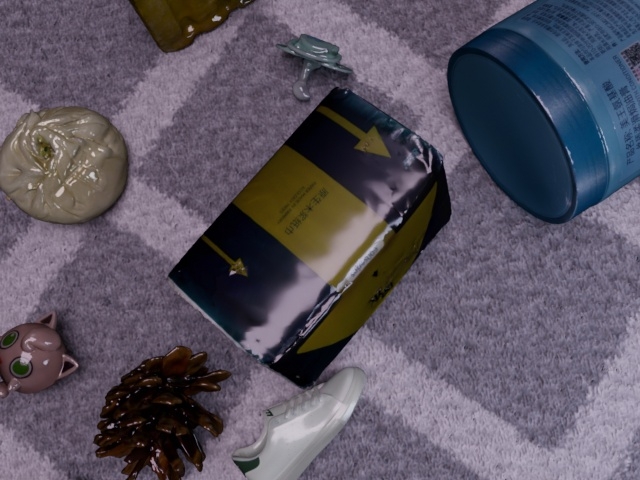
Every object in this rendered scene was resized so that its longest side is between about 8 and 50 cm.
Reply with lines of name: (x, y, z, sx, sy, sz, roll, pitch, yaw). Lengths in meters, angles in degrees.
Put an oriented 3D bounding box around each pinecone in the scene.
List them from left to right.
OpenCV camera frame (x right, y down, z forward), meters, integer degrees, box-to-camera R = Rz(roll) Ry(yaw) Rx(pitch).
pinecone: (-0.251, 0.290, 1.080, 0.202, 0.201, 0.229, 33, 115, -28)

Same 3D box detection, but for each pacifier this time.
pacifier: (-0.020, -0.314, 1.241, 0.150, 0.127, 0.117, 21, 105, -1)

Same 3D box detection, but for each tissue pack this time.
tissue pack: (0.000, 0.000, 1.090, 0.253, 0.264, 0.416, 37, 82, 21)

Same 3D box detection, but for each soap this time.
soap: (-0.216, -0.510, 1.157, 0.304, 0.339, 0.169, -36, 82, -3)

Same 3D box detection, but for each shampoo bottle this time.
shampoo bottle: (0.441, -0.254, 1.095, 0.342, 0.331, 0.331, -33, 81, -4)

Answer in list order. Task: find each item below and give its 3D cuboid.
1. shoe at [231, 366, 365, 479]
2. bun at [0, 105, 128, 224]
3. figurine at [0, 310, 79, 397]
shoe: (-0.038, 0.301, 1.121, 0.110, 0.095, 0.265, 38, 85, -7)
bun: (-0.465, -0.140, 1.200, 0.229, 0.145, 0.229, 0, 76, 2)
figurine: (-0.494, 0.198, 1.149, 0.138, 0.125, 0.125, -28, 80, -5)
